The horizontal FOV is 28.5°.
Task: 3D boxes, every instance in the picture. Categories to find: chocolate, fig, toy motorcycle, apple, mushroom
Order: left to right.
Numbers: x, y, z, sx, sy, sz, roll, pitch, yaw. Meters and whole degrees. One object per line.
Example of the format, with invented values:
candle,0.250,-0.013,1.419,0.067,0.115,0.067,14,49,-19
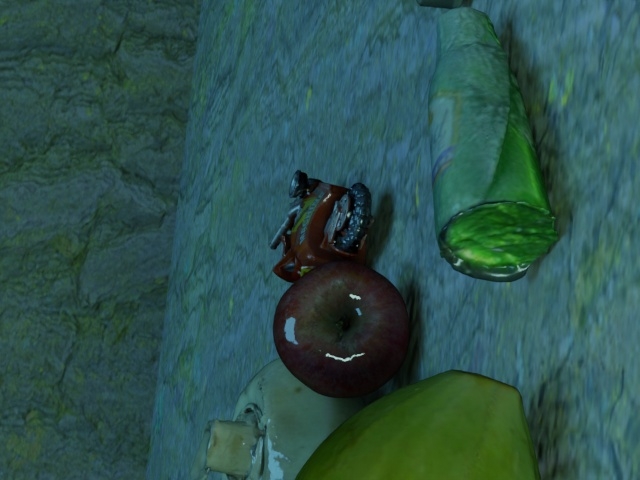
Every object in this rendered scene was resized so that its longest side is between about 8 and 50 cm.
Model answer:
mushroom,-0.048,0.253,1.477,0.246,0.202,0.246,-34,52,57
toy motorcycle,0.002,-0.002,1.633,0.298,0.089,0.171,-165,83,-75
apple,0.024,0.099,1.389,0.120,0.154,0.153,102,171,-68
fig,0.083,0.222,1.025,0.230,0.207,0.207,-56,0,-31
chocolate,0.145,-0.106,1.154,0.110,0.110,0.291,114,160,-46

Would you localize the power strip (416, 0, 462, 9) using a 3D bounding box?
power strip,0.135,-0.343,1.330,0.265,0.059,0.193,-89,3,-58
